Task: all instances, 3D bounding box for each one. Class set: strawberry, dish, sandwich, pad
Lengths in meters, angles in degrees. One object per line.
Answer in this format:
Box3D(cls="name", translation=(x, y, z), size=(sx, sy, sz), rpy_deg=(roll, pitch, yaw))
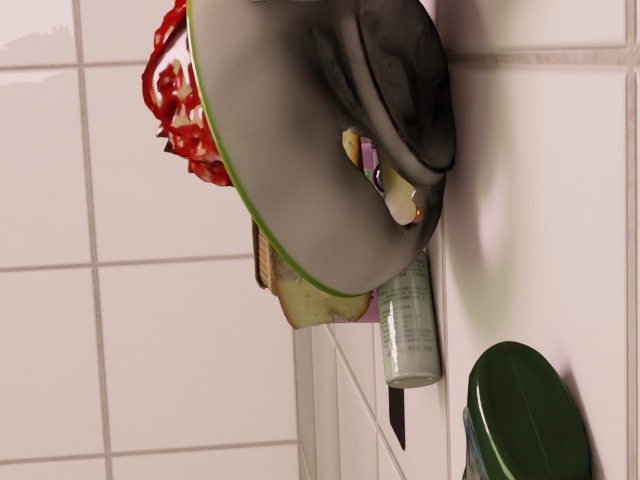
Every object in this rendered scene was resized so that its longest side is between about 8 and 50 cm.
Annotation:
Box3D(cls="strawberry", translation=(-0.045, -0.245, 1.523), size=(0.345, 0.295, 0.317), rpy_deg=(-52, -20, 22))
Box3D(cls="dish", translation=(0.033, -0.124, 1.010), size=(0.324, 0.124, 0.324), rpy_deg=(44, -144, -44))
Box3D(cls="sandwich", translation=(-0.001, -0.023, 1.190), size=(0.096, 0.094, 0.258), rpy_deg=(-76, -18, -71))
Box3D(cls="pad", translation=(0.089, 0.161, 1.480), size=(0.112, 0.003, 0.157), rpy_deg=(-120, 27, -77))

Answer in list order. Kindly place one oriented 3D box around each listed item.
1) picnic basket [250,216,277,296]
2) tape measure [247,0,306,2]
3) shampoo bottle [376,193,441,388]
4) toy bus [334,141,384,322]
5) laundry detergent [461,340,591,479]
Box3D(cls="picnic basket", translation=(0.000, 0.000, 1.504), size=(0.079, 0.164, 0.115), rpy_deg=(-141, 47, -71))
Box3D(cls="tape measure", translation=(0.032, -0.263, 0.847), size=(0.120, 0.236, 0.197), rpy_deg=(25, -109, -50))
Box3D(cls="shampoo bottle", translation=(0.082, 0.045, 1.215), size=(0.056, 0.056, 0.195), rpy_deg=(101, 166, -69))
Box3D(cls="toy bus", translation=(0.038, -0.007, 1.356), size=(0.096, 0.108, 0.199), rpy_deg=(164, 103, -84))
Box3D(cls="laundry detergent", translation=(0.123, 0.170, 0.811), size=(0.211, 0.063, 0.137), rpy_deg=(90, 168, -48))
